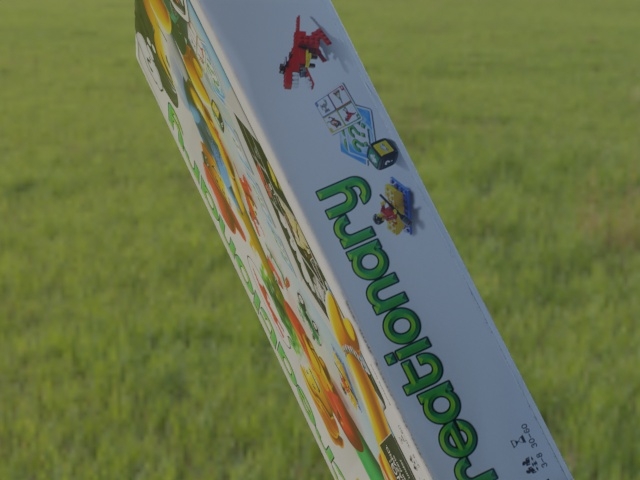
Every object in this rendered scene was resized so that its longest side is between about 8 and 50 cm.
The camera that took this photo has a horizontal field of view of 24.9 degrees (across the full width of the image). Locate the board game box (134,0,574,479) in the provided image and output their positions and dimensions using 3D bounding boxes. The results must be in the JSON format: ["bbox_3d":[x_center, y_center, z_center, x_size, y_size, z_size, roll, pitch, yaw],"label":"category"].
[{"bbox_3d":[0.000,0.000,0.629,0.053,0.305,0.193,-23,-14,-12],"label":"board game box"}]
